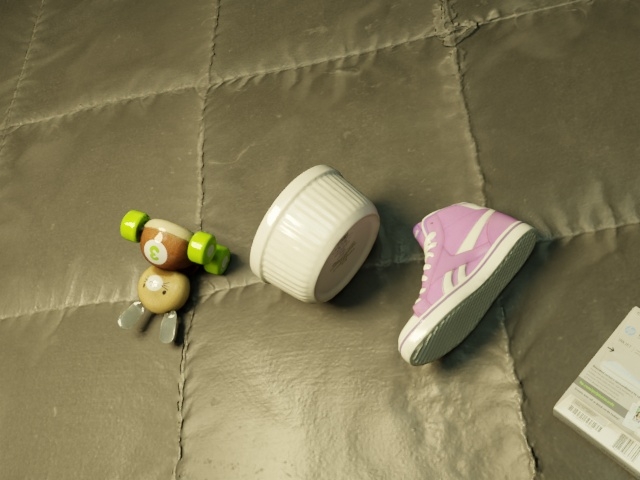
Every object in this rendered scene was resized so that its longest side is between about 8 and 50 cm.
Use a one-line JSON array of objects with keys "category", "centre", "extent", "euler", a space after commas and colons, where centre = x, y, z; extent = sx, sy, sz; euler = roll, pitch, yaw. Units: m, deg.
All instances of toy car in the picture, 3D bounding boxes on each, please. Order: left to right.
[{"category": "toy car", "centre": [-0.264, 0.068, 1.095], "extent": [0.154, 0.149, 0.189], "euler": [17, 78, 14]}]

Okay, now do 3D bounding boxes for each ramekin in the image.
[{"category": "ramekin", "centre": [0.000, 0.000, 1.009], "extent": [0.109, 0.207, 0.207], "euler": [35, 76, 21]}]

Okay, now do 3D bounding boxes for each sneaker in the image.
[{"category": "sneaker", "centre": [0.178, 0.054, 0.986], "extent": [0.161, 0.102, 0.282], "euler": [32, 63, 33]}]

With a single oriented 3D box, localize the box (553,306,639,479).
[{"category": "box", "centre": [0.420, 0.198, 0.855], "extent": [0.145, 0.038, 0.186], "euler": [36, 77, 31]}]
